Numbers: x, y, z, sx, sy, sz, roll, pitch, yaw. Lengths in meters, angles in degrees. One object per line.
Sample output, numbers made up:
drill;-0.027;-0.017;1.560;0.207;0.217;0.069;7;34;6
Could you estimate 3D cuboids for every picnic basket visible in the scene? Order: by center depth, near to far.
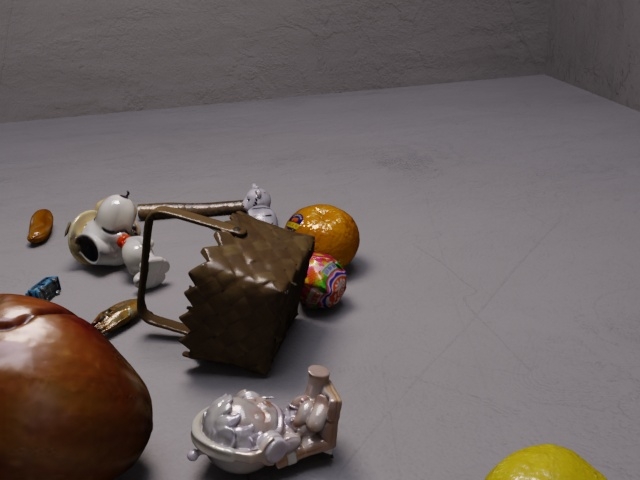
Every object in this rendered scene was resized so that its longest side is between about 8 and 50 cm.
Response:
picnic basket;-0.193;0.082;1.509;0.321;0.254;0.291;14;27;8

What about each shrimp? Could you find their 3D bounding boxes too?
shrimp;-0.439;0.158;1.623;0.095;0.045;0.162;11;29;29

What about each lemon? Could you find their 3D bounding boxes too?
lemon;0.282;0.349;0.976;0.180;0.181;0.193;21;13;41

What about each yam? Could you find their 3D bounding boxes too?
yam;-0.342;-0.089;2.181;0.326;0.045;0.045;-4;-8;-6

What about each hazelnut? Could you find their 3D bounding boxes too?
hazelnut;-0.423;0.237;1.140;0.372;0.315;0.372;22;7;-3

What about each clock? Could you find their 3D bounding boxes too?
clock;-0.158;-0.072;2.033;0.080;0.117;0.176;-7;25;-10

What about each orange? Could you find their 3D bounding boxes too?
orange;0.001;-0.002;1.814;0.177;0.155;0.177;-6;30;4

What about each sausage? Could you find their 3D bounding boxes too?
sausage;-0.743;-0.037;2.082;0.062;0.054;0.183;-36;29;3

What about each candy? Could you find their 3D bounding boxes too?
candy;-0.108;0.035;1.704;0.365;0.124;0.124;25;33;21

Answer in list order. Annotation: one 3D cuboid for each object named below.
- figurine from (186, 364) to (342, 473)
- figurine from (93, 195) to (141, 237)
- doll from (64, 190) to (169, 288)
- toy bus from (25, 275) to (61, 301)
figurine;-0.089;0.279;1.197;0.236;0.141;0.162;-7;19;-11
figurine;-0.514;-0.041;2.013;0.114;0.108;0.196;3;25;-34
doll;-0.480;0.024;1.832;0.144;0.208;0.271;5;46;-53
toy bus;-0.618;0.112;1.749;0.046;0.038;0.083;0;22;15
